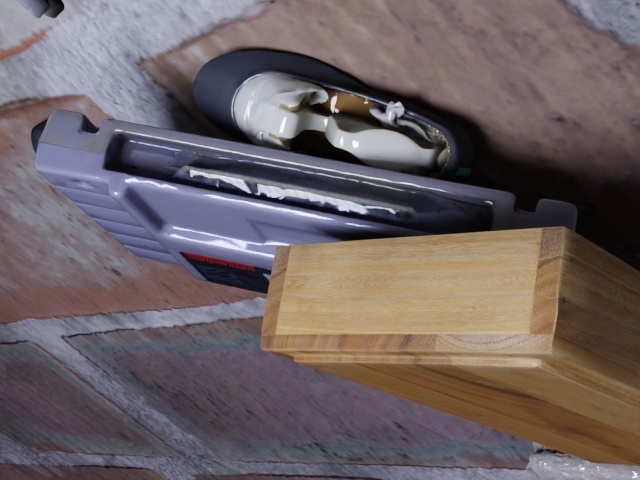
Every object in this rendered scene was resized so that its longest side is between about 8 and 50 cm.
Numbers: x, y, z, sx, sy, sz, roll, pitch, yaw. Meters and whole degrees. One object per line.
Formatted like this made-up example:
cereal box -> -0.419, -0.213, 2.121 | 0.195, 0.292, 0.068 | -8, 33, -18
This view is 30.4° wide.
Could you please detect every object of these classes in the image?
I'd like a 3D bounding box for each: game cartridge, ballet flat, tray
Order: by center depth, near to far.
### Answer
ballet flat -> 0.005, -0.079, 0.785 | 0.203, 0.074, 0.074 | 18, 150, 7
tray -> 0.174, 0.091, 0.795 | 0.203, 0.076, 0.411 | -4, 159, 41
game cartridge -> 0.000, 0.000, 0.847 | 0.355, 0.068, 0.230 | 11, 162, 13

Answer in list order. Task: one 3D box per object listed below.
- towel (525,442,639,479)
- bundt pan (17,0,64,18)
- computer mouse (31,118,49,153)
towel -> 0.343, 0.251, 1.094 | 0.282, 0.049, 0.187 | -1, 142, 38
bundt pan -> -0.179, -0.253, 0.477 | 0.331, 0.124, 0.331 | 49, -178, -2
computer mouse -> -0.137, -0.038, 0.997 | 0.242, 0.041, 0.071 | 23, 150, 3
